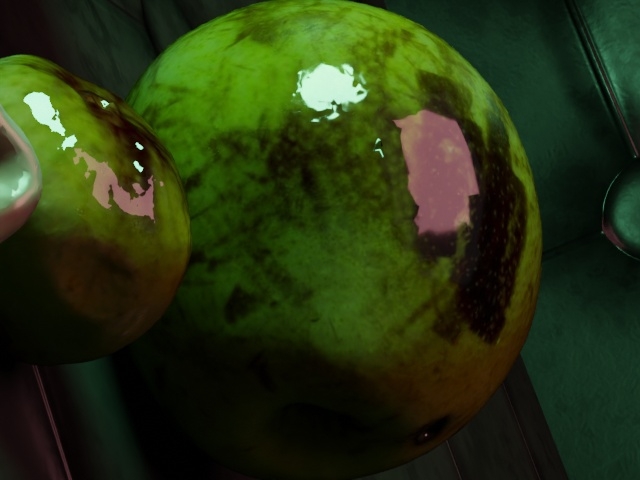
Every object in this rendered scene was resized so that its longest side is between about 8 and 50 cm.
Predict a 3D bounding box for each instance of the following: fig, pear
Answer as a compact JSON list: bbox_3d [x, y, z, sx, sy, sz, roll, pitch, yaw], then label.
[{"bbox_3d":[-0.126,-0.018,0.933,0.153,0.120,0.136,68,16,3],"label":"fig"},{"bbox_3d":[0.000,0.000,1.126,0.283,0.283,0.284,-23,90,-78],"label":"pear"}]

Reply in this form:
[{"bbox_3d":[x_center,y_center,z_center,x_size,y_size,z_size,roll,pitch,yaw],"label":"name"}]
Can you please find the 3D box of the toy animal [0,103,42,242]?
[{"bbox_3d":[-0.172,-0.125,0.556,0.326,0.237,0.269,-22,104,-44],"label":"toy animal"}]
